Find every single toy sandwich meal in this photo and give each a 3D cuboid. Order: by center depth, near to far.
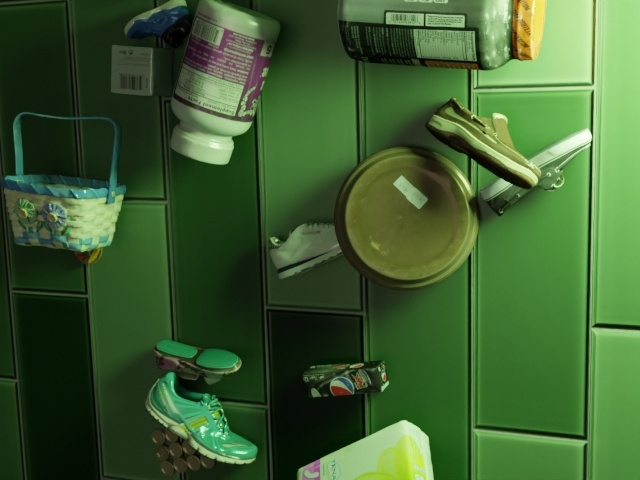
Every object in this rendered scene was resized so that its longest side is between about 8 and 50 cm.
[{"bbox_3d":[-0.530,0.015,2.038,0.086,0.029,0.085,4,100,20],"label":"toy sandwich meal"}]

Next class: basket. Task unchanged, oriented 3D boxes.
[{"bbox_3d":[-0.543,-0.125,1.927,0.255,0.201,0.289,5,94,19],"label":"basket"}]

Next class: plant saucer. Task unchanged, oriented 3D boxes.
[{"bbox_3d":[0.163,-0.043,1.712,0.278,0.041,0.278,0,89,5],"label":"plant saucer"}]

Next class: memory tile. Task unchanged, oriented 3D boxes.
[{"bbox_3d":[-0.311,0.471,2.041,0.148,0.012,0.113,-15,93,23],"label":"memory tile"}]

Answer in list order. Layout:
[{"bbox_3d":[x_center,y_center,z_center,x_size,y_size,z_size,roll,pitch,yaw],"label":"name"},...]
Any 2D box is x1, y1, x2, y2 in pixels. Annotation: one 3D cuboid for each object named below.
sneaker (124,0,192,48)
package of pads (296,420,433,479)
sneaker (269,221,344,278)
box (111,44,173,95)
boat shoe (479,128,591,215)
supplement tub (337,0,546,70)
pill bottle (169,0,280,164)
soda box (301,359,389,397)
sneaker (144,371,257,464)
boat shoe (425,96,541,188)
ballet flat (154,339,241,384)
[{"bbox_3d":[-0.335,-0.433,1.872,0.152,0.058,0.084,-21,83,16],"label":"sneaker"},{"bbox_3d":[0.089,0.512,1.787,0.296,0.229,0.101,-30,127,23],"label":"package of pads"},{"bbox_3d":[0.000,0.000,1.807,0.235,0.090,0.095,-22,81,21],"label":"sneaker"},{"bbox_3d":[-0.373,-0.355,1.884,0.101,0.087,0.102,8,101,20],"label":"box"},{"bbox_3d":[0.400,-0.117,1.636,0.228,0.080,0.076,-33,93,24],"label":"boat shoe"},{"bbox_3d":[0.216,-0.409,1.586,0.338,0.207,0.207,8,102,19],"label":"supplement tub"},{"bbox_3d":[-0.199,-0.311,1.782,0.169,0.169,0.301,24,107,16],"label":"pill bottle"},{"bbox_3d":[0.050,0.284,1.845,0.169,0.060,0.053,-8,97,22],"label":"soda box"},{"bbox_3d":[-0.250,0.390,1.948,0.275,0.107,0.110,33,96,2],"label":"sneaker"},{"bbox_3d":[0.303,-0.187,1.617,0.257,0.095,0.095,38,91,36],"label":"boat shoe"},{"bbox_3d":[-0.265,0.273,1.965,0.221,0.077,0.079,8,120,24],"label":"ballet flat"}]
